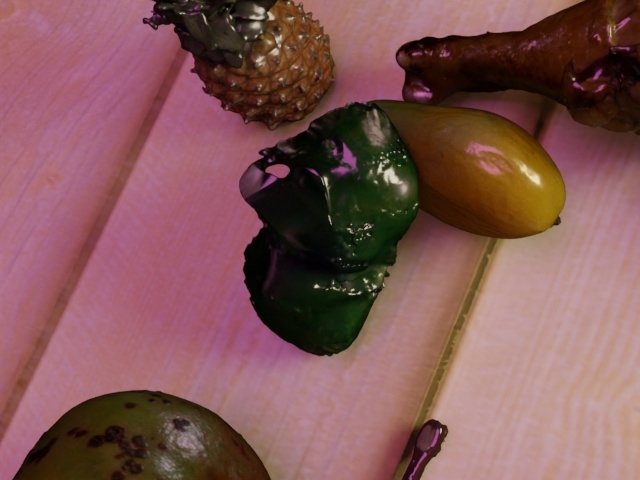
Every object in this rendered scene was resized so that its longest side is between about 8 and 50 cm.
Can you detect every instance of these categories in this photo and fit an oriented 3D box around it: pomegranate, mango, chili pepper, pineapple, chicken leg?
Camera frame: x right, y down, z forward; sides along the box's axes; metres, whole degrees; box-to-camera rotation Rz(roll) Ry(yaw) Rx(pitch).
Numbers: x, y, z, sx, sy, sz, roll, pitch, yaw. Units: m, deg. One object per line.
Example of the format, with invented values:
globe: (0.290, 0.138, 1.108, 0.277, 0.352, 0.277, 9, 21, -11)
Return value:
pomegranate: (-0.194, 0.283, 0.693, 0.324, 0.291, 0.290, -9, 69, 29)
mango: (0.127, -0.071, 0.751, 0.091, 0.137, 0.237, -45, 39, -16)
chili pepper: (-0.003, -0.001, 0.733, 0.148, 0.116, 0.264, 41, 124, 24)
pineapple: (-0.096, -0.236, 0.772, 0.166, 0.364, 0.165, -5, 74, 16)
chicken leg: (0.254, -0.171, 0.716, 0.361, 0.212, 0.140, 27, 120, 54)

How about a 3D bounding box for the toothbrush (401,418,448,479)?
toothbrush: (0.032, 0.332, 0.706, 0.041, 0.041, 0.363, 21, 81, 28)
